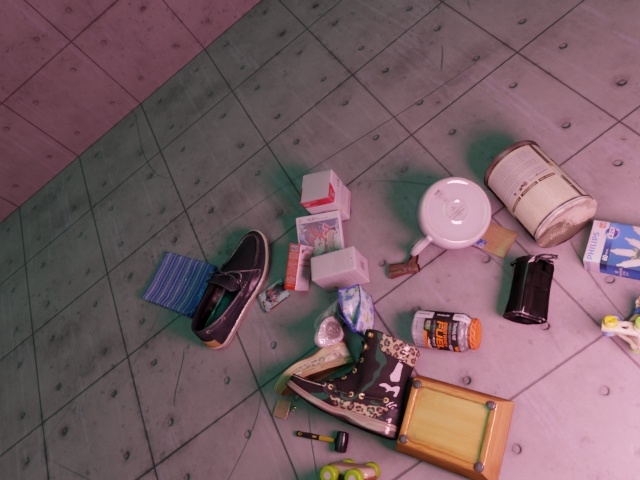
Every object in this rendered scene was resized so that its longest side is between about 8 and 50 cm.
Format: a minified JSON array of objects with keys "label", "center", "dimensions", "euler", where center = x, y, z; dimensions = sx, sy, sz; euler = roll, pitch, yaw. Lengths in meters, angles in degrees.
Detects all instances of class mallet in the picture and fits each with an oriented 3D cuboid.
[{"label":"mallet","center":[0.003,0.634,1.622],"dimensions":[0.189,0.039,0.062],"euler":[-11,62,30]}]

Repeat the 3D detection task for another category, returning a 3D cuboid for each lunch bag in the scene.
[{"label":"lunch bag","center":[0.123,0.241,1.706],"dimensions":[0.096,0.129,0.151],"euler":[-20,58,20]}]

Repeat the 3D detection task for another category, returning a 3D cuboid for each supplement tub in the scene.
[{"label":"supplement tub","center":[0.380,0.273,1.549],"dimensions":[0.190,0.117,0.117],"euler":[0,64,30]}]

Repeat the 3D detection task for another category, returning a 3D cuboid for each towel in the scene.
[{"label":"towel","center":[-0.612,0.183,2.214],"dimensions":[0.335,0.040,0.243],"euler":[12,70,34]}]

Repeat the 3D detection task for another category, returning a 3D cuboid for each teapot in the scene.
[{"label":"teapot","center":[0.420,-0.076,1.683],"dimensions":[0.255,0.187,0.253],"euler":[0,81,0]}]

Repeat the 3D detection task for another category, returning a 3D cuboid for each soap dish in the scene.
[{"label":"soap dish","center":[0.363,0.514,1.426],"dimensions":[0.290,0.118,0.229],"euler":[9,69,32]}]

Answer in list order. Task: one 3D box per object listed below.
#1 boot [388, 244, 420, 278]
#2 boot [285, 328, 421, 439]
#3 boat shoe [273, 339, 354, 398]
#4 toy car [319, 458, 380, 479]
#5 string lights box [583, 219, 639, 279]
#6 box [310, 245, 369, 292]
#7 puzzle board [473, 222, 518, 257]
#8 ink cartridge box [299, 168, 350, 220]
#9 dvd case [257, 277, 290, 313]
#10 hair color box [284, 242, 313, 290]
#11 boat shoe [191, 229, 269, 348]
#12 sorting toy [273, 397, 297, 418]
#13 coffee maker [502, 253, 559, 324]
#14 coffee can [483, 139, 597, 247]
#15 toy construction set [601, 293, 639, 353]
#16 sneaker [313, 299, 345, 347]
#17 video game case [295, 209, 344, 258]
[{"label":"boot","center":[0.281,0.075,1.770],"dimensions":[0.114,0.037,0.107],"euler":[-17,55,27]},{"label":"boot","center":[0.106,0.412,1.587],"dimensions":[0.377,0.138,0.284],"euler":[16,69,28]},{"label":"boat shoe","center":[-0.025,0.438,1.698],"dimensions":[0.285,0.104,0.089],"euler":[-35,58,4]},{"label":"toy car","center":[0.085,0.733,1.455],"dimensions":[0.148,0.155,0.189],"euler":[-5,75,27]},{"label":"string lights box","center":[0.884,0.037,1.418],"dimensions":[0.259,0.077,0.133],"euler":[13,72,34]},{"label":"box","center":[0.069,0.104,1.811],"dimensions":[0.170,0.130,0.091],"euler":[-16,58,21]},{"label":"puzzle board","center":[0.561,-0.006,1.668],"dimensions":[0.128,0.011,0.096],"euler":[28,81,38]},{"label":"ink cartridge box","center":[0.023,-0.162,1.956],"dimensions":[0.127,0.176,0.128],"euler":[-10,59,27]},{"label":"dvd case","center":[-0.179,0.212,1.967],"dimensions":[0.119,0.013,0.087],"euler":[-38,52,7]},{"label":"hair color box","center":[-0.078,0.099,1.891],"dimensions":[0.053,0.093,0.167],"euler":[7,87,30]},{"label":"boat shoe","center":[-0.347,0.172,1.997],"dimensions":[0.186,0.156,0.500],"euler":[12,69,36]},{"label":"sorting toy","center":[-0.118,0.571,1.735],"dimensions":[0.083,0.012,0.062],"euler":[3,61,35]},{"label":"coffee maker","center":[0.596,0.140,1.467],"dimensions":[0.120,0.171,0.178],"euler":[10,71,16]},{"label":"coffee can","center":[0.661,-0.143,1.564],"dimensions":[0.201,0.201,0.275],"euler":[-34,53,9]},{"label":"toy construction set","center":[0.887,0.241,1.257],"dimensions":[0.215,0.151,0.327],"euler":[-36,56,-24]},{"label":"sneaker","center":[0.019,0.296,1.724],"dimensions":[0.115,0.090,0.232],"euler":[-34,6,29]},{"label":"video game case","center":[0.000,0.000,1.926],"dimensions":[0.183,0.023,0.202],"euler":[-9,85,26]}]
